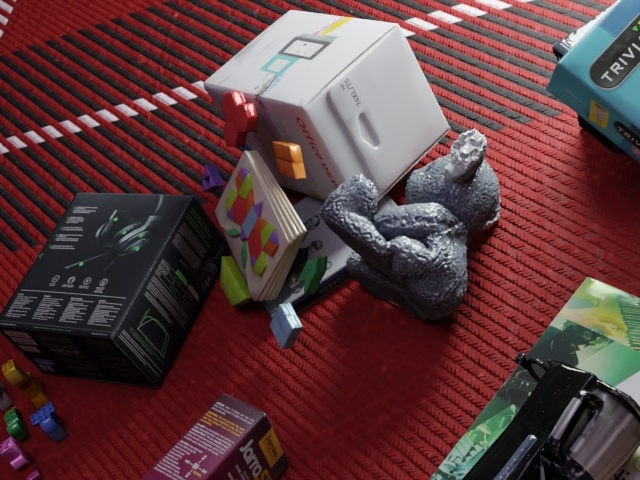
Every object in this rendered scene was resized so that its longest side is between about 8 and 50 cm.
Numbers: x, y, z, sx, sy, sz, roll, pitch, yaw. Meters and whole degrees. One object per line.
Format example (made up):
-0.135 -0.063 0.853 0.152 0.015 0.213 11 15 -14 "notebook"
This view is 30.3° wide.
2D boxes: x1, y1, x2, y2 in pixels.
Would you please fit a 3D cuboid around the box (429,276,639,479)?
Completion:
0.306 0.207 1.319 0.232 0.058 0.322 25 67 43 "box"

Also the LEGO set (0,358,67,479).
-0.443 0.236 1.726 0.087 0.093 0.227 -37 42 -5 "LEGO set"

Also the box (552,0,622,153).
0.416 -0.230 1.585 0.158 0.156 0.093 -36 43 -3 "box"

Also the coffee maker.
0.232 0.227 1.239 0.178 0.120 0.171 -47 21 -15 "coffee maker"

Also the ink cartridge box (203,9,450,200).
0.008 -0.196 1.739 0.197 0.198 0.270 -43 34 -19 "ink cartridge box"

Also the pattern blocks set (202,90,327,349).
-0.088 -0.024 1.636 0.026 0.285 0.325 -5 38 -33 "pattern blocks set"

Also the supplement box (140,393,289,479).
-0.137 0.296 1.452 0.080 0.104 0.188 19 53 40 "supplement box"

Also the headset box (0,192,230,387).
-0.305 0.059 1.778 0.246 0.131 0.283 2 52 33 "headset box"

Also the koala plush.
0.155 -0.028 1.549 0.203 0.196 0.221 33 72 34 "koala plush"

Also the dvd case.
0.000 0.000 1.722 0.238 0.030 0.179 -33 42 -1 "dvd case"

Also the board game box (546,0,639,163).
0.486 -0.178 1.424 0.336 0.079 0.254 41 76 12 "board game box"
